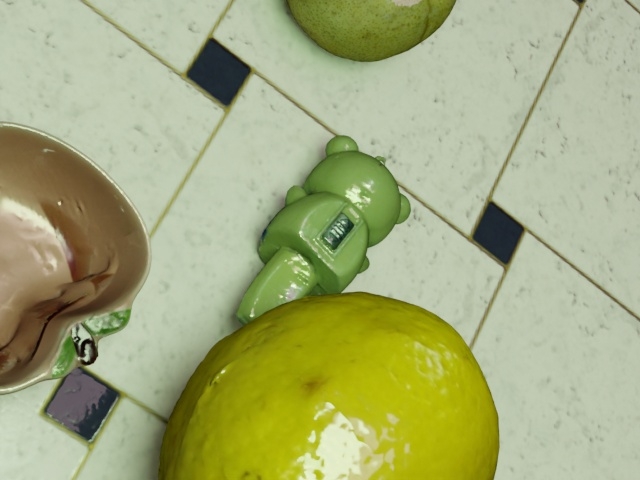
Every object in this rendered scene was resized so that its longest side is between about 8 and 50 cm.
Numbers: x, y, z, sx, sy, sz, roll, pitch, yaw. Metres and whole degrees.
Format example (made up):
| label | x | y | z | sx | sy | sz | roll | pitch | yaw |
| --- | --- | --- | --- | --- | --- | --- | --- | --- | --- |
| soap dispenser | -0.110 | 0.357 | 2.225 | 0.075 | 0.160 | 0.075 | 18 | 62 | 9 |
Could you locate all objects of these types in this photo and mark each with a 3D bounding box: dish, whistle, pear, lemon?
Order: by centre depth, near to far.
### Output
| label | x | y | z | sx | sy | sz | roll | pitch | yaw |
| --- | --- | --- | --- | --- | --- | --- | --- | --- | --- |
| dish | -0.247 | 0.023 | 0.989 | 0.213 | 0.090 | 0.213 | 8 | 72 | -25 |
| lemon | 0.005 | 0.170 | 0.999 | 0.284 | 0.260 | 0.261 | -29 | 92 | -9 |
| whistle | 0.000 | 0.000 | 1.132 | 0.105 | 0.085 | 0.227 | 45 | 60 | -11 |
| pear | 0.044 | -0.250 | 1.191 | 0.167 | 0.136 | 0.167 | 5 | 79 | -28 |
